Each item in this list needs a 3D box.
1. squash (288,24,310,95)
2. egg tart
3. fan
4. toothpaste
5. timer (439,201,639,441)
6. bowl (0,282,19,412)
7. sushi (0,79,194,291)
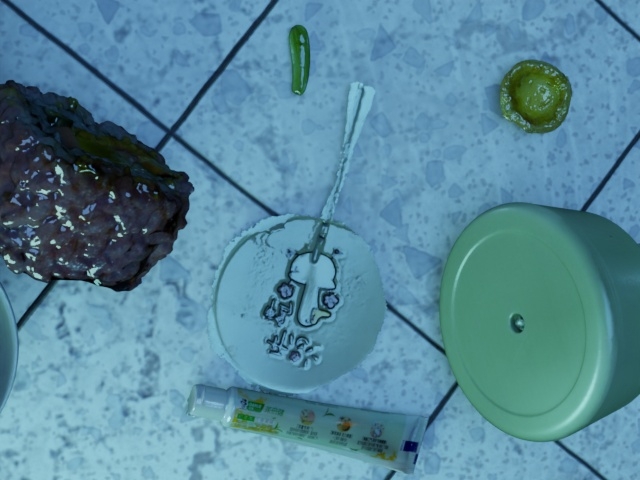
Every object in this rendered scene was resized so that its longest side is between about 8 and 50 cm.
[{"bbox_3d":[-0.025,-0.227,1.595,0.027,0.027,0.089,-5,95,-14],"label":"squash"},{"bbox_3d":[0.279,-0.189,1.665,0.105,0.039,0.105,-1,93,-14],"label":"egg tart"},{"bbox_3d":[0.000,0.000,1.617,0.233,0.012,0.414,19,91,-15],"label":"fan"},{"bbox_3d":[-0.013,0.231,1.607,0.314,0.058,0.056,15,45,-18],"label":"toothpaste"},{"bbox_3d":[0.355,0.087,1.612,0.315,0.291,0.290,-6,94,-37],"label":"timer"},{"bbox_3d":[-0.488,0.118,1.433,0.287,0.144,0.287,-1,92,-15],"label":"bowl"},{"bbox_3d":[-0.285,-0.057,1.442,0.270,0.236,0.171,20,108,-41],"label":"sushi"}]
